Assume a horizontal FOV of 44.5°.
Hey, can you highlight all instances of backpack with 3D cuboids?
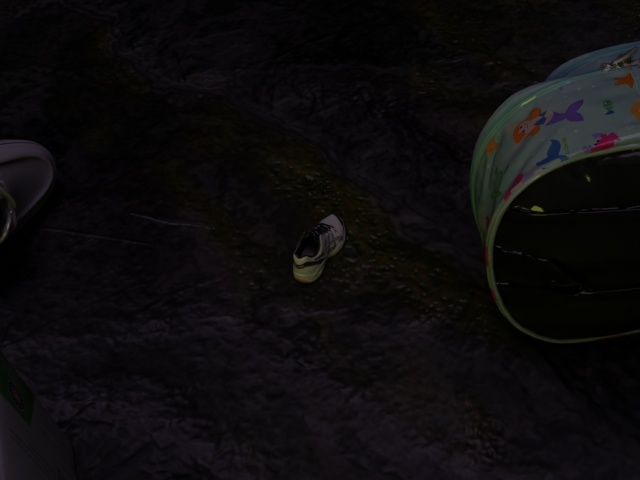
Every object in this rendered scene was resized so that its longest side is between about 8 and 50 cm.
[{"bbox_3d":[0.242,-0.035,0.596,0.254,0.225,0.191,-15,43,8],"label":"backpack"}]

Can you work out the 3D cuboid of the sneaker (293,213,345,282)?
[{"bbox_3d":[0.000,0.000,0.724,0.032,0.037,0.083,11,49,20],"label":"sneaker"}]

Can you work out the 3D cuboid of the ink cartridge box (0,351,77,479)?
[{"bbox_3d":[-0.210,0.196,0.492,0.093,0.160,0.219,-20,48,-8],"label":"ink cartridge box"}]

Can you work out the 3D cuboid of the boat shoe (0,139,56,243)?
[{"bbox_3d":[-0.323,-0.024,0.710,0.088,0.096,0.267,1,22,27],"label":"boat shoe"}]
